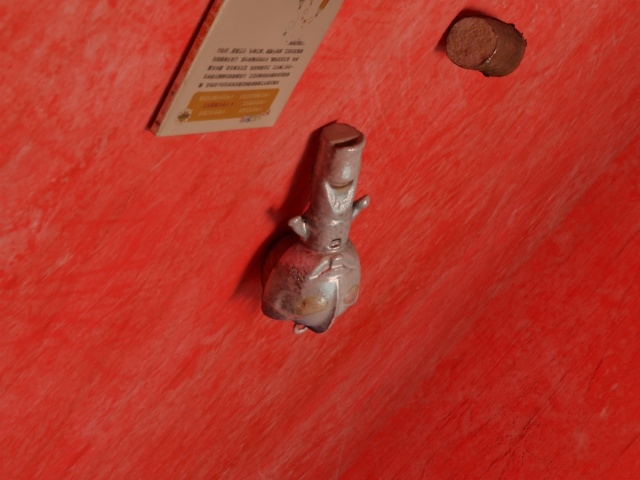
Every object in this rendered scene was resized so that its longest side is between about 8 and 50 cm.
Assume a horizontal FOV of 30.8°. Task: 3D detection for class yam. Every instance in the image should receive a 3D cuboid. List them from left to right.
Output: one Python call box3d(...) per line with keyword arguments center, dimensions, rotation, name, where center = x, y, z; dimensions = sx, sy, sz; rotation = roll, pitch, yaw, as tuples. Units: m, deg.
box3d(center=(0.230, -0.268, 1.600), dimensions=(0.084, 0.084, 0.127), rotation=(-55, 162, 18), name="yam")

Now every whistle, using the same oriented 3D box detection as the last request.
box3d(center=(-0.001, -0.001, 1.566), dimensions=(0.142, 0.133, 0.346), rotation=(2, 128, -12), name="whistle")

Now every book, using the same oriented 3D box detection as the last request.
box3d(center=(-0.044, -0.233, 1.187), dimensions=(0.208, 0.020, 0.295), rotation=(-14, 141, -57), name="book")
